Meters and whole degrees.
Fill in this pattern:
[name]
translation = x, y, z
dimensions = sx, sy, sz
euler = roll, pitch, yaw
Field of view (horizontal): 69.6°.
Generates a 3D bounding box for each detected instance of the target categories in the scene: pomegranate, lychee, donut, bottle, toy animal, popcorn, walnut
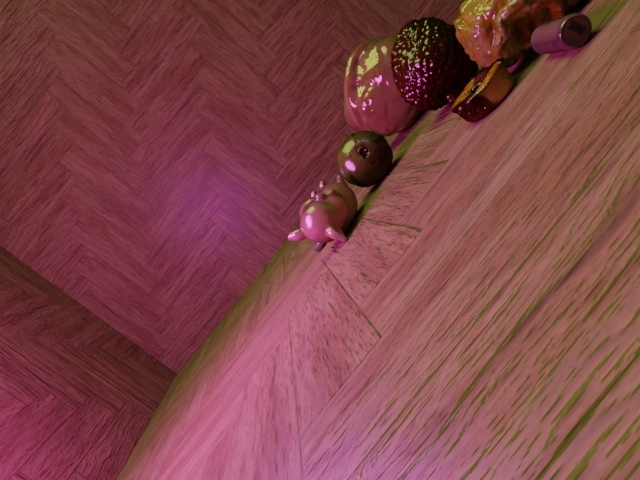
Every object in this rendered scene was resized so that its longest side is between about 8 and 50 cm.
[pomegranate]
translation = 0.138, -0.249, 1.489
dimensions = 0.179, 0.179, 0.210
euler = -55, -12, -29
[lychee]
translation = 0.316, -0.499, 1.303
dimensions = 0.236, 0.271, 0.236
euler = -26, -6, -3
[donut]
translation = 0.329, -0.299, 0.929
dimensions = 0.140, 0.059, 0.140
euler = -50, 8, 9
[bottle]
translation = 0.391, -0.337, 0.755
dimensions = 0.053, 0.053, 0.140
euler = -49, 8, 19
[toy animal]
translation = 0.021, -0.080, 1.364
dimensions = 0.167, 0.154, 0.250
euler = -19, 20, 33
[popcorn]
translation = 0.393, -0.464, 0.932
dimensions = 0.225, 0.174, 0.286
euler = -61, 18, -14
[walnut]
translation = 0.244, -0.579, 1.749
dimensions = 0.381, 0.381, 0.381
euler = -50, 7, 9

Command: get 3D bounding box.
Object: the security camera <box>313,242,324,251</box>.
[security camera]
translation = 0.000, 0.000, 1.560
dimensions = 0.058, 0.058, 0.092
euler = -45, 22, 39
